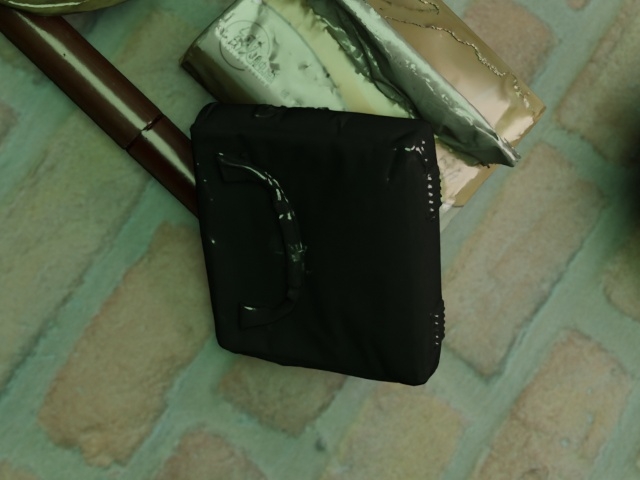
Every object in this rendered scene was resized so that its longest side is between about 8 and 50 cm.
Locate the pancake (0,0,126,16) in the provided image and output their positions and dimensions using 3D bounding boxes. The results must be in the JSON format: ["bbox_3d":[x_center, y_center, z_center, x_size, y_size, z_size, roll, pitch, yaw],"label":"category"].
[{"bbox_3d":[-0.283,-0.345,1.187,0.295,0.049,0.294,5,71,-14],"label":"pancake"}]

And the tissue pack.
[{"bbox_3d":[0.048,-0.158,1.186,0.305,0.238,0.238,44,78,-6],"label":"tissue pack"}]

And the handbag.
[{"bbox_3d":[0.000,0.000,1.143,0.244,0.088,0.275,6,123,20],"label":"handbag"}]

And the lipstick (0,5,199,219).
[{"bbox_3d":[-0.212,-0.143,1.212,0.357,0.057,0.057,43,79,-5],"label":"lipstick"}]
